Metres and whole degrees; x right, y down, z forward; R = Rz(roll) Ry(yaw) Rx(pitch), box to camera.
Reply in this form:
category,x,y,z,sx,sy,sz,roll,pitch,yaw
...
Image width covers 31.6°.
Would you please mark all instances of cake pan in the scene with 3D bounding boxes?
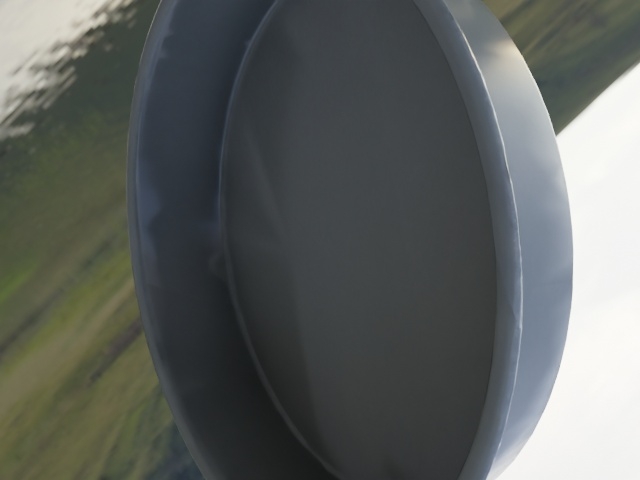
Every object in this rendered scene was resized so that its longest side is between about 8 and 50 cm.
category,x,y,z,sx,sy,sz,roll,pitch,yaw
cake pan,0.000,0.000,0.504,0.054,0.293,0.293,-7,160,-35
